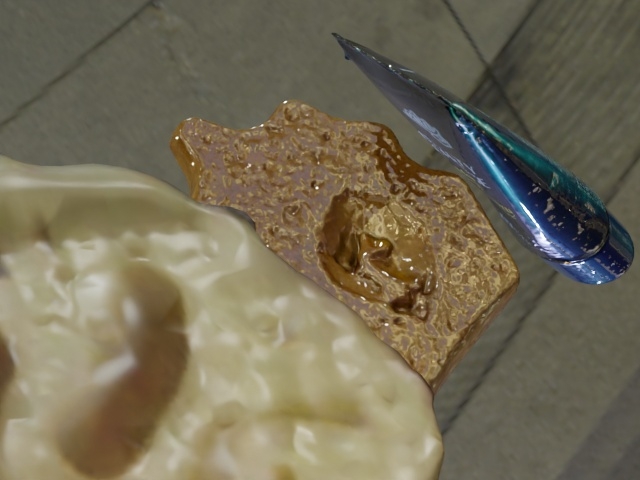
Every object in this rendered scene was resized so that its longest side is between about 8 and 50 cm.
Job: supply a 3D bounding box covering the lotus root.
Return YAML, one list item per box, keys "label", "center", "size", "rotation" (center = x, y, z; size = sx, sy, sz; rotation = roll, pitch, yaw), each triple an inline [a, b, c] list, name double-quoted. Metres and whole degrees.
- label: "lotus root"
  center: [-0.062, 0.151, 0.431]
  size: [0.316, 0.316, 0.250]
  rotation: [-2, 139, -27]

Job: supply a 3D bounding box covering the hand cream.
- label: "hand cream"
  center: [0.117, -0.054, 0.992]
  size: [0.061, 0.120, 0.270]
  rotation: [-52, 134, 1]

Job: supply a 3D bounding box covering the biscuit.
- label: "biscuit"
  center: [-0.001, 0.001, 0.865]
  size: [0.182, 0.215, 0.034]
  rotation: [-47, 171, -33]
